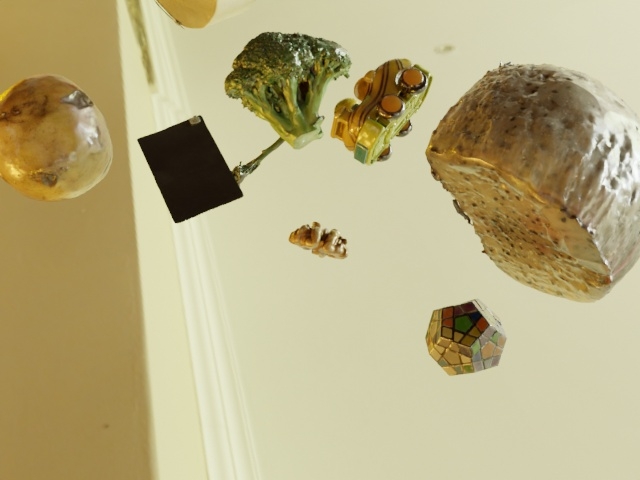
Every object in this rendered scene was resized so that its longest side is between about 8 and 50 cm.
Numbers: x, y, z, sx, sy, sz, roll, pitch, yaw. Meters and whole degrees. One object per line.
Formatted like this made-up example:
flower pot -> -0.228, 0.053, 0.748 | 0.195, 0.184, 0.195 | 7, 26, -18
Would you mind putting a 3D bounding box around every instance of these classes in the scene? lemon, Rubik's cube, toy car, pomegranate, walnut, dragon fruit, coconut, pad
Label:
lemon -> 0.065, -0.306, 1.739 | 0.062, 0.062, 0.083 | 21, -143, 32
Rubik's cube -> 0.195, 0.130, 0.994 | 0.111, 0.111, 0.093 | 15, -143, 26
toy car -> 0.127, -0.286, 1.576 | 0.142, 0.200, 0.248 | 35, -114, 10
pomegranate -> -0.585, -0.215, 1.585 | 0.281, 0.281, 0.281 | -5, -142, 4
walnut -> 0.000, 0.000, 1.707 | 0.142, 0.170, 0.069 | 20, -95, -1
dragon fruit -> 0.289, -0.078, 0.853 | 0.203, 0.283, 0.221 | 17, -116, 45
coconut -> -0.305, -0.699, 1.888 | 0.322, 0.323, 0.323 | -5, -142, 4
pad -> -0.209, -0.117, 1.169 | 0.116, 0.004, 0.193 | -23, -120, -11

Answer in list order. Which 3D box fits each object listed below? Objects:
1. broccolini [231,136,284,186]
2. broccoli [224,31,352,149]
broccolini -> -0.154, -0.237, 1.952 | 0.254, 0.057, 0.071 | -46, -153, 0
broccoli -> -0.071, -0.365, 1.739 | 0.307, 0.308, 0.275 | -22, -101, -17
